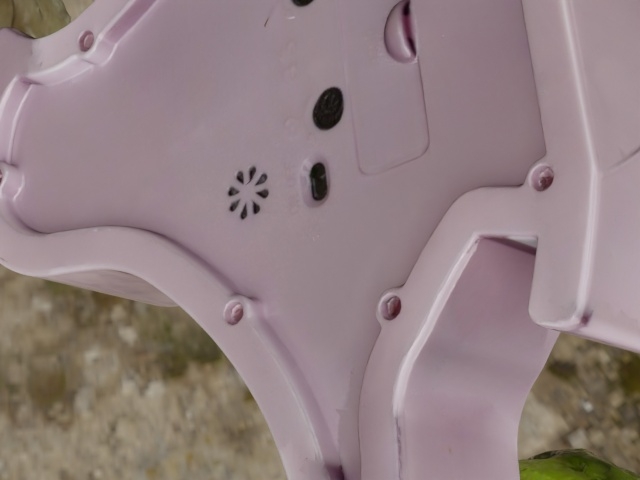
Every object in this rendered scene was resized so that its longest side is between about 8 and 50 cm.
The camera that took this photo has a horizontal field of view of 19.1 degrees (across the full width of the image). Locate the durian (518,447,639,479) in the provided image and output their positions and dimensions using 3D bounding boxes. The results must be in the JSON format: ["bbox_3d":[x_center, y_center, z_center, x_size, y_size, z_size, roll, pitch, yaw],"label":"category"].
[{"bbox_3d":[0.110,0.169,0.884,0.101,0.250,0.139,37,73,-18],"label":"durian"}]

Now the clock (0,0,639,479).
[{"bbox_3d":[0.000,0.000,0.674,0.275,0.290,0.080,-25,152,32],"label":"clock"}]

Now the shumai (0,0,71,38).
[{"bbox_3d":[-0.291,-0.194,1.045,0.314,0.267,0.262,-1,88,-33],"label":"shumai"}]
